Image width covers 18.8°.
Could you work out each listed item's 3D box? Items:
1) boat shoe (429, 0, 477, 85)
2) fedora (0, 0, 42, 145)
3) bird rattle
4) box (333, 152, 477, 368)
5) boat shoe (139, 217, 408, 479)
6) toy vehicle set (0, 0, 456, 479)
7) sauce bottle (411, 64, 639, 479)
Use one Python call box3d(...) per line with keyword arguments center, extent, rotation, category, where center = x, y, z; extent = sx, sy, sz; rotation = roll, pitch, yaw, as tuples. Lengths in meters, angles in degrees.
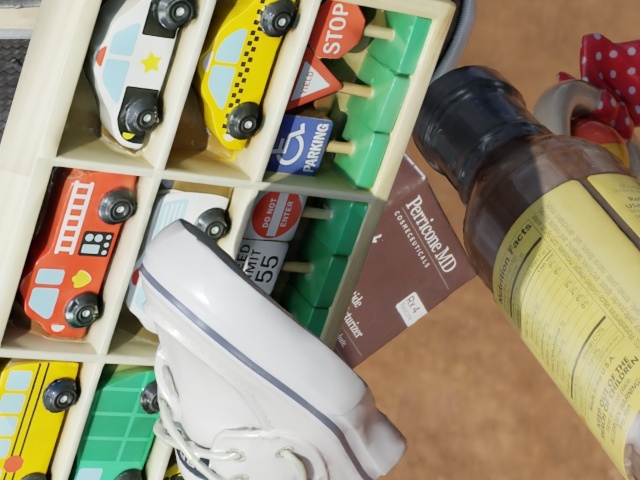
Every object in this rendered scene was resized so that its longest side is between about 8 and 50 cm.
box3d(center=(0.047, -0.219, 1.271), extent=(0.114, 0.091, 0.303), rotation=(-5, 61, 25), category="boat shoe")
box3d(center=(-0.208, -0.096, 1.117), extent=(0.334, 0.153, 0.334), rotation=(3, 12, -1), category="fedora")
box3d(center=(0.272, -0.081, 1.821), extent=(0.143, 0.207, 0.254), rotation=(-13, 78, 35), category="bird rattle")
box3d(center=(0.000, 0.000, 1.773), extent=(0.203, 0.168, 0.167), rotation=(-36, 49, -3), category="box")
box3d(center=(-0.024, 0.069, 0.753), extent=(0.076, 0.226, 0.083), rotation=(-46, 59, -4), category="boat shoe")
box3d(center=(-0.060, 0.005, 0.805), extent=(0.166, 0.267, 0.035), rotation=(5, 25, -33), category="toy vehicle set")
box3d(center=(0.150, 0.015, 1.058), extent=(0.111, 0.111, 0.344), rotation=(-12, 38, -15), category="sauce bottle")
